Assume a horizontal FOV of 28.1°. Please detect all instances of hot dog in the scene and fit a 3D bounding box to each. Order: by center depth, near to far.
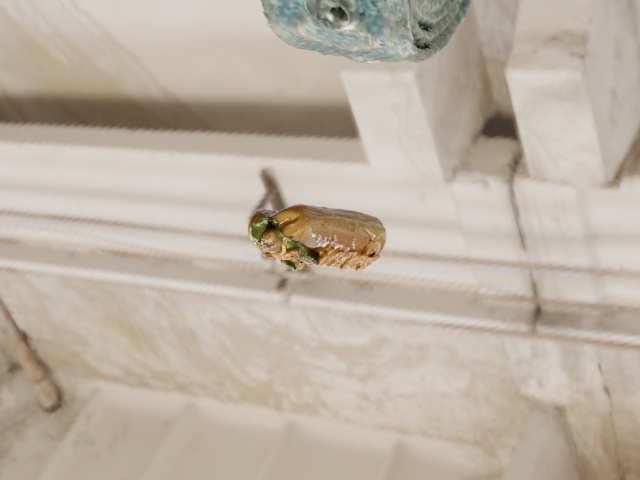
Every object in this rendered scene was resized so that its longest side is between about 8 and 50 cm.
[{"bbox_3d":[0.000,0.000,1.126,0.072,0.055,0.188,-9,172,30],"label":"hot dog"}]

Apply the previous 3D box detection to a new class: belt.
[{"bbox_3d":[0.032,-0.146,0.542,0.082,0.147,0.163,9,-119,18],"label":"belt"}]
